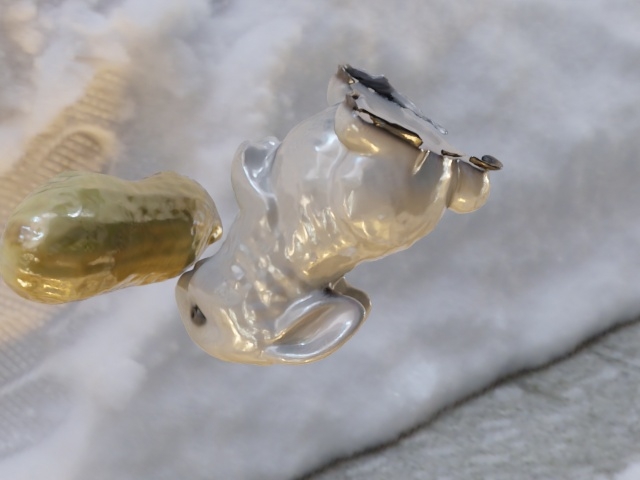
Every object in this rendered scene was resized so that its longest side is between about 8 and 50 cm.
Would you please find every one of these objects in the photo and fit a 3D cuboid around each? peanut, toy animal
[{"bbox_3d":[-0.227,-0.015,1.446,0.319,0.148,0.147,-19,113,-57],"label":"peanut"},{"bbox_3d":[0.000,0.000,1.449,0.258,0.194,0.357,32,107,-4],"label":"toy animal"}]
